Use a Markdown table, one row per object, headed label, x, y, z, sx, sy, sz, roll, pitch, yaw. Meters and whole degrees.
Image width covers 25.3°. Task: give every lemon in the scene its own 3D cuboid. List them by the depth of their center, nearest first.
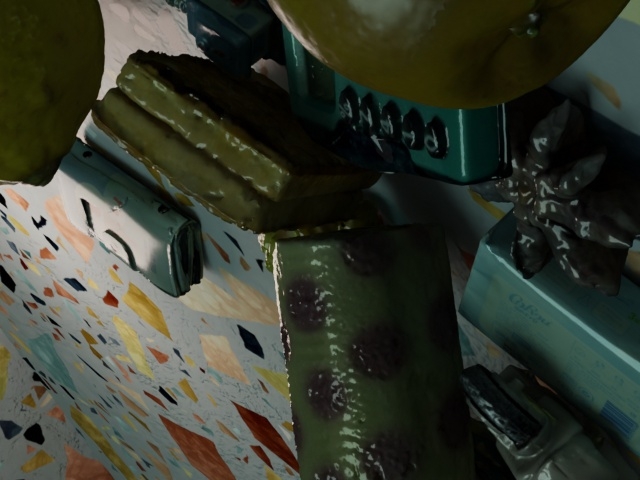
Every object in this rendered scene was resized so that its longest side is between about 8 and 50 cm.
| label | x | y | z | sx | sy | sz | roll | pitch | yaw |
| --- | --- | --- | --- | --- | --- | --- | --- | --- | --- |
| lemon | -0.417 | -0.235 | 1.671 | 0.387 | 0.349 | 0.350 | 58 | 155 | -8 |

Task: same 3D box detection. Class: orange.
| label | x | y | z | sx | sy | sz | roll | pitch | yaw |
| --- | --- | --- | --- | --- | --- | --- | --- | --- | --- |
| orange | 0.089 | -0.217 | 0.933 | 0.279 | 0.279 | 0.235 | 78 | 171 | -52 |

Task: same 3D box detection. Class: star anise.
| label | x | y | z | sx | sy | sz | roll | pitch | yaw |
| --- | --- | --- | --- | --- | --- | --- | --- | --- | --- |
| star anise | 0.196 | -0.055 | 1.257 | 0.236 | 0.093 | 0.229 | 59 | 157 | -17 |

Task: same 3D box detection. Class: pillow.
| label | x | y | z | sx | sy | sz | roll | pitch | yaw |
| --- | --- | --- | --- | --- | --- | --- | --- | --- | --- |
| pillow | 0.258 | 0.292 | 1.620 | 0.255 | 0.034 | 0.189 | 26 | -166 | -40 |

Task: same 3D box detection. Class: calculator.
| label | x | y | z | sx | sy | sz | roll | pitch | yaw |
| --- | --- | --- | --- | --- | --- | --- | --- | --- | --- |
| calculator | 0.051 | -0.177 | 1.237 | 0.274 | 0.058 | 0.248 | 27 | 133 | 47 |

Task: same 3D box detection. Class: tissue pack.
| label | x | y | z | sx | sy | sz | roll | pitch | yaw |
| --- | --- | --- | --- | --- | --- | --- | --- | --- | --- |
| tissue pack | 0.268 | 0.094 | 1.406 | 0.263 | 0.089 | 0.177 | 40 | 156 | 18 |

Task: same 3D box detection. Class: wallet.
| label | x | y | z | sx | sy | sz | roll | pitch | yaw |
| --- | --- | --- | --- | --- | --- | --- | --- | --- | --- |
| wallet | -0.284 | -0.033 | 2.141 | 0.250 | 0.075 | 0.176 | 34 | 149 | 23 |

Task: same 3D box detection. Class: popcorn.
| label | x | y | z | sx | sy | sz | roll | pitch | yaw |
| --- | --- | --- | --- | --- | --- | --- | --- | --- | --- |
| popcorn | 0.000 | 0.000 | 1.645 | 0.145 | 0.126 | 0.126 | 14 | 124 | 26 |

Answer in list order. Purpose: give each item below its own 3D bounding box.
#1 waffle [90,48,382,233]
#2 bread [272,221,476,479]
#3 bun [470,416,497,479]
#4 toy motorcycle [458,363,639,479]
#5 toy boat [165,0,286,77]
| label | x | y | z | sx | sy | sz | roll | pitch | yaw |
| --- | --- | --- | --- | --- | --- | --- | --- | --- | --- |
| waffle | -0.074 | -0.099 | 1.429 | 0.213 | 0.091 | 0.308 | 35 | -167 | 14 |
| bread | 0.065 | 0.152 | 1.505 | 0.155 | 0.187 | 0.338 | -2 | 96 | 39 |
| bun | 0.154 | 0.338 | 1.739 | 0.362 | 0.362 | 0.211 | 43 | 123 | 4 |
| toy motorcycle | 0.256 | 0.224 | 1.509 | 0.223 | 0.108 | 0.340 | 46 | -174 | 20 |
| toy boat | -0.127 | -0.253 | 1.468 | 0.238 | 0.098 | 0.109 | 37 | 153 | 19 |
